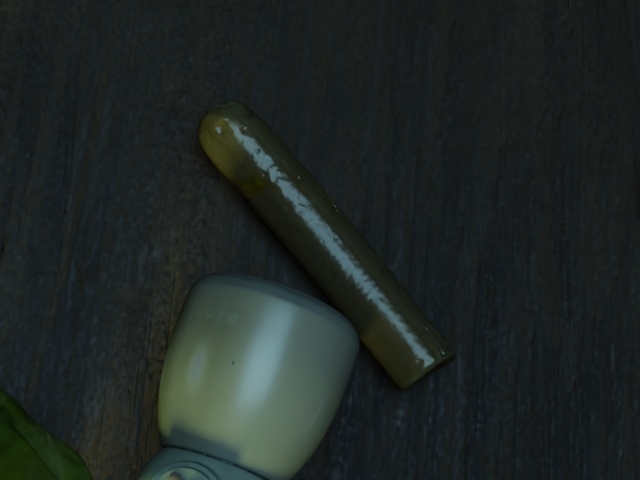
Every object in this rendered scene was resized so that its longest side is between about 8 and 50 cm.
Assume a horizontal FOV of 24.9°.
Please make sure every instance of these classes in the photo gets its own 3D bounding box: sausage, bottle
[{"bbox_3d":[0.000,0.001,1.254,0.066,0.066,0.301,-36,84,-19],"label":"sausage"},{"bbox_3d":[-0.071,0.157,1.148,0.147,0.147,0.237,22,72,-5],"label":"bottle"}]

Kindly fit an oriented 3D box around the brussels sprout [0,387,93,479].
[{"bbox_3d":[-0.265,0.214,1.053,0.161,0.223,0.223,31,70,4],"label":"brussels sprout"}]
